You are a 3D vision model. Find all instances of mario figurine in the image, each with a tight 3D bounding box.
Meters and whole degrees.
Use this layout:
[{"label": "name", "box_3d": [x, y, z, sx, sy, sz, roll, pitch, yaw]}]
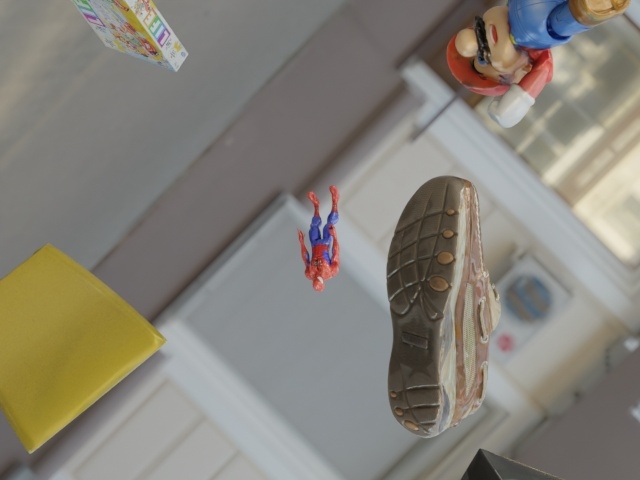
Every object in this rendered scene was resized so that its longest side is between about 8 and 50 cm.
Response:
[{"label": "mario figurine", "box_3d": [0.252, -0.277, 2.006, 0.198, 0.170, 0.320, -60, -170, -29]}]

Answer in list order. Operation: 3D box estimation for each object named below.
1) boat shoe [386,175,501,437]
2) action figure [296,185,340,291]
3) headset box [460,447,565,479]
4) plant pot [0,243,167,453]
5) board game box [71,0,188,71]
[{"label": "boat shoe", "box_3d": [0.156, 0.077, 1.906, 0.116, 0.123, 0.324, -7, 110, -39]}, {"label": "action figure", "box_3d": [0.000, 0.000, 1.454, 0.038, 0.030, 0.115, -11, -128, 16]}, {"label": "headset box", "box_3d": [0.247, 0.329, 1.379, 0.131, 0.283, 0.246, -61, -156, 13]}, {"label": "plant pot", "box_3d": [-0.342, 0.122, 1.952, 0.212, 0.187, 0.212, -40, -174, -12]}, {"label": "board game box", "box_3d": [-0.213, -0.242, 1.629, 0.026, 0.103, 0.154, -59, 149, -15]}]
